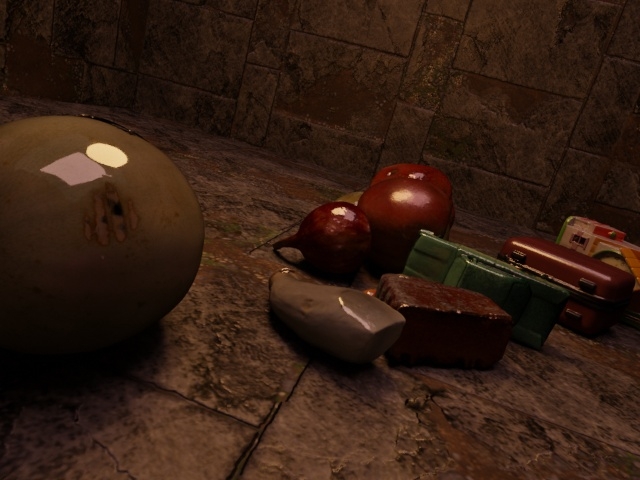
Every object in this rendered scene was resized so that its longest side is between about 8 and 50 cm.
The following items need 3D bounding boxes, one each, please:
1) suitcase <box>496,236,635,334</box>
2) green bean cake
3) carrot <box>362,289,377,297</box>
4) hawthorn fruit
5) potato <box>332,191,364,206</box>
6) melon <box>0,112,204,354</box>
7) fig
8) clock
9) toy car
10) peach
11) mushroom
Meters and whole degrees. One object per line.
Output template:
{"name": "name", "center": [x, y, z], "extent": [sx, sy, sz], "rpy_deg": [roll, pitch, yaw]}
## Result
{"name": "suitcase", "center": [0.624, 0.107, 1.194], "extent": [0.236, 0.161, 0.297], "rpy_deg": [0, 21, -43]}
{"name": "green bean cake", "center": [0.208, 0.142, 0.790], "extent": [0.233, 0.097, 0.198], "rpy_deg": [13, 14, -9]}
{"name": "carrot", "center": [0.156, 0.122, 0.936], "extent": [0.190, 0.037, 0.037], "rpy_deg": [8, 17, -37]}
{"name": "hawthorn fruit", "center": [0.267, -0.111, 1.450], "extent": [0.300, 0.275, 0.275], "rpy_deg": [10, 12, 26]}
{"name": "potato", "center": [0.081, -0.064, 1.297], "extent": [0.157, 0.157, 0.194], "rpy_deg": [24, 19, 30]}
{"name": "melon", "center": [-0.275, -0.011, 0.543], "extent": [0.268, 0.268, 0.330], "rpy_deg": [17, 8, 7]}
{"name": "fig", "center": [0.005, -0.002, 1.018], "extent": [0.207, 0.175, 0.175], "rpy_deg": [-3, 19, -11]}
{"name": "clock", "center": [0.834, 0.090, 1.322], "extent": [0.166, 0.235, 0.309], "rpy_deg": [4, 19, -32]}
{"name": "toy car", "center": [0.329, 0.094, 0.950], "extent": [0.321, 0.141, 0.097], "rpy_deg": [25, 15, 16]}
{"name": "peach", "center": [0.201, -0.039, 1.135], "extent": [0.252, 0.252, 0.252], "rpy_deg": [14, 15, -4]}
{"name": "mushroom", "center": [-0.008, 0.104, 0.715], "extent": [0.118, 0.103, 0.270], "rpy_deg": [-1, 17, -45]}
